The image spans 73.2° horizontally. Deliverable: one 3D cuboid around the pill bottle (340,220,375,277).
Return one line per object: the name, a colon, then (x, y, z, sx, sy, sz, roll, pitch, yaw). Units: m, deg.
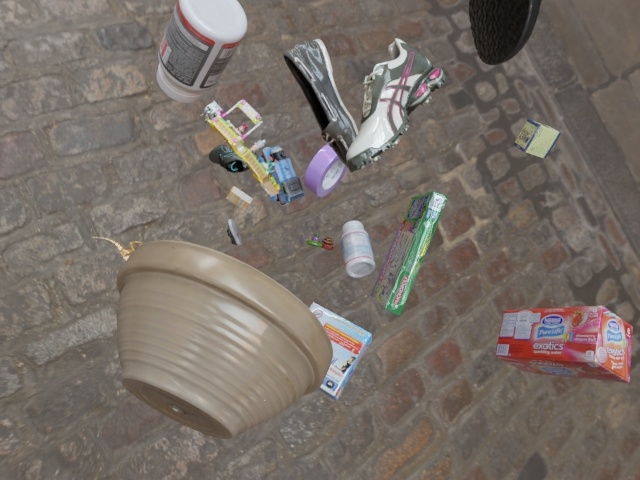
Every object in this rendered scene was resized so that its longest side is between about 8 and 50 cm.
pill bottle: (0.105, 0.022, 1.258, 0.087, 0.087, 0.160, 13, 46, -21)

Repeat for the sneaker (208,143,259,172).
sneaker: (-0.402, -0.360, 1.913, 0.106, 0.267, 0.101, -54, 143, -42)

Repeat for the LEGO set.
LEGO set: (-0.177, -0.254, 1.117, 0.107, 0.132, 0.287, -43, 100, -7)

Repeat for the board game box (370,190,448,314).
board game box: (0.233, 0.029, 1.169, 0.046, 0.213, 0.318, 22, 90, -4)

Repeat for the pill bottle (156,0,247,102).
pill bottle: (-0.402, -0.623, 1.401, 0.210, 0.362, 0.211, 15, 63, -31)

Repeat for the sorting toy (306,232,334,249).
sorting toy: (0.000, 0.000, 1.343, 0.101, 0.061, 0.042, 17, 86, -41)

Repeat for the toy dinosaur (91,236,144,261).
toy dinosaur: (-0.704, 0.040, 1.558, 0.212, 0.064, 0.112, 57, 40, -10)

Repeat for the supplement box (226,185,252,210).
supplement box: (-0.350, -0.180, 1.857, 0.098, 0.062, 0.036, 34, 47, -10)

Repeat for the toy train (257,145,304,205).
toy train: (-0.120, -0.195, 1.291, 0.080, 0.105, 0.184, -26, 102, -38)

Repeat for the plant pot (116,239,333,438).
plant pot: (-0.115, 0.118, 0.431, 0.237, 0.237, 0.110, 36, 53, -11)

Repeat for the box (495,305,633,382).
box: (0.556, 0.238, 1.002, 0.122, 0.256, 0.128, 28, 68, -19)

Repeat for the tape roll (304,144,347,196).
tape roll: (0.036, -0.362, 2.216, 0.090, 0.275, 0.275, 36, 60, 16)

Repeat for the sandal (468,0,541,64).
sandal: (0.348, -0.505, 0.706, 0.106, 0.446, 0.168, -18, 50, -8)

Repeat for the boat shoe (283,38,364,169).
boat shoe: (0.007, -0.320, 1.061, 0.095, 0.112, 0.336, -23, 95, -14)

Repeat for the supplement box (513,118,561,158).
supplement box: (0.624, -0.293, 1.244, 0.083, 0.083, 0.056, 12, 30, -17)

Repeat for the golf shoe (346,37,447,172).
golf shoe: (0.109, -0.240, 0.776, 0.120, 0.105, 0.273, 41, 69, -14)

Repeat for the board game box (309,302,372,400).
board game box: (0.016, 0.469, 1.855, 0.308, 0.086, 0.302, 26, 64, 24)

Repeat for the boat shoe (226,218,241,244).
boat shoe: (-0.352, -0.029, 1.717, 0.040, 0.142, 0.049, -6, 48, 4)
